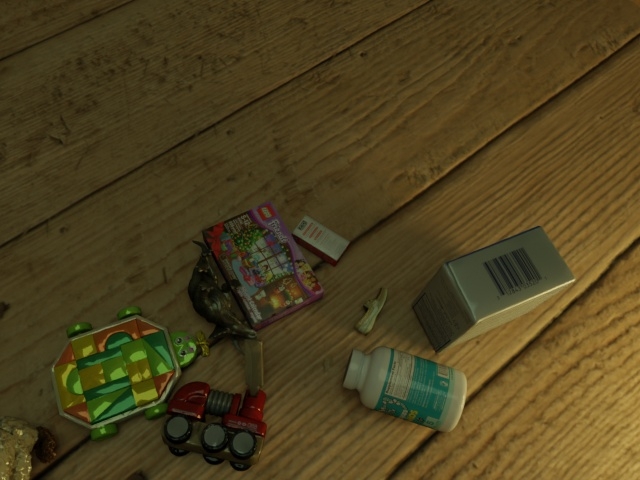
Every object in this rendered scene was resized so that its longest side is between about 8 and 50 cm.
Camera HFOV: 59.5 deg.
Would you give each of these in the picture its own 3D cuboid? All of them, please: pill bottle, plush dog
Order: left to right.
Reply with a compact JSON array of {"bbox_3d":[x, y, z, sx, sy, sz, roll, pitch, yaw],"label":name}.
[{"bbox_3d":[-0.663,0.427,1.113,0.263,0.225,0.210,9,97,-10],"label":"plush dog"},{"bbox_3d":[0.187,0.331,1.282,0.264,0.146,0.146,17,64,3],"label":"pill bottle"}]

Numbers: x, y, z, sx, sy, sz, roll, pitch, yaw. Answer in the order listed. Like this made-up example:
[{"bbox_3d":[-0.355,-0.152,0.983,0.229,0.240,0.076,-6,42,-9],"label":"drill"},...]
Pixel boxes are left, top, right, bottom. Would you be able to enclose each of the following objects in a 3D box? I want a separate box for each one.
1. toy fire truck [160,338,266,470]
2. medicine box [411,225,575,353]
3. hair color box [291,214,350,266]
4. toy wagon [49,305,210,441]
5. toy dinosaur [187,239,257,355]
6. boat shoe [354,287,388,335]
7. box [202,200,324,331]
[{"bbox_3d":[-0.214,0.351,1.243,0.217,0.158,0.246,13,52,1],"label":"toy fire truck"},{"bbox_3d":[0.391,0.124,1.323,0.264,0.289,0.149,-20,70,-15],"label":"medicine box"},{"bbox_3d":[0.000,0.000,1.481,0.141,0.043,0.072,33,66,9],"label":"hair color box"},{"bbox_3d":[-0.428,0.283,1.287,0.345,0.068,0.267,-19,68,-14],"label":"toy wagon"},{"bbox_3d":[-0.273,0.125,1.344,0.121,0.160,0.313,-14,49,-41],"label":"toy dinosaur"},{"bbox_3d":[0.128,0.171,1.407,0.045,0.050,0.135,28,65,2],"label":"boat shoe"},{"bbox_3d":[-0.149,0.061,1.428,0.201,0.057,0.293,-26,69,-17],"label":"box"}]
